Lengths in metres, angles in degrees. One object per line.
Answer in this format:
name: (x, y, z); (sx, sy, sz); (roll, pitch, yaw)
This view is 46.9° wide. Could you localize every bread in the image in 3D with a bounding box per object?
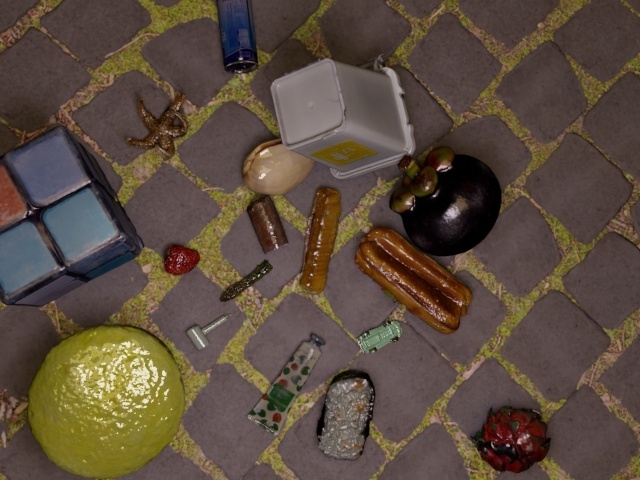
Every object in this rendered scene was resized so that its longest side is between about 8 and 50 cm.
bread: (-0.495, 0.363, 1.744); (0.348, 0.308, 0.348); (1, 87, -12)

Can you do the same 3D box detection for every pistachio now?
pistachio: (-0.114, -0.195, 1.941); (0.200, 0.117, 0.145); (-25, 124, -17)

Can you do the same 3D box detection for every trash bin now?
trash bin: (0.049, -0.327, 1.822); (0.256, 0.368, 0.296); (-14, 82, 28)

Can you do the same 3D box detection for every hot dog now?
hot dog: (0.001, 0.000, 1.952); (0.083, 0.068, 0.289); (11, 82, -12)
hot dog: (0.239, 0.107, 1.940); (0.349, 0.117, 0.158); (36, 62, -3)

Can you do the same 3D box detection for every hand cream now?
hand cream: (-0.078, 0.369, 1.914); (0.095, 0.059, 0.276); (32, 86, 0)

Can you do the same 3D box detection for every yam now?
yam: (-0.139, -0.041, 1.938); (0.079, 0.079, 0.141); (-23, 87, -8)

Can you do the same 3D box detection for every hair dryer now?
hair dryer: (-0.282, 0.230, 1.920); (0.124, 0.038, 0.063); (-33, 90, -15)

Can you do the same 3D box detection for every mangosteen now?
mangosteen: (0.311, -0.110, 1.886); (0.302, 0.275, 0.275); (41, 81, -20)

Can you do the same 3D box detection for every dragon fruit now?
dragon fruit: (0.497, 0.509, 1.900); (0.182, 0.182, 0.188); (41, 83, -1)

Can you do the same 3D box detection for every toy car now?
toy car: (0.158, 0.255, 1.958); (0.122, 0.035, 0.059); (-24, 87, -16)

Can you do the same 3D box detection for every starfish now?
starfish: (-0.421, -0.310, 1.936); (0.146, 0.074, 0.190); (28, 82, -4)

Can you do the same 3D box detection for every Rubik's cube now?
Rubik's cube: (-0.646, -0.044, 1.766); (0.318, 0.313, 0.316); (-30, 88, -9)

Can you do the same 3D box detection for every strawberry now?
strawberry: (-0.360, 0.049, 1.908); (0.096, 0.083, 0.083); (-14, 86, -14)

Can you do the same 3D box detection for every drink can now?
drink can: (-0.224, -0.574, 1.973); (0.097, 0.097, 0.235); (-7, 85, -6)

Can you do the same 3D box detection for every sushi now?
sushi: (0.067, 0.444, 1.885); (0.136, 0.126, 0.225); (13, 85, -5)

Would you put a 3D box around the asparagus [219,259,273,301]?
asparagus: (-0.197, 0.110, 1.939); (0.165, 0.030, 0.036); (-35, 113, -10)
